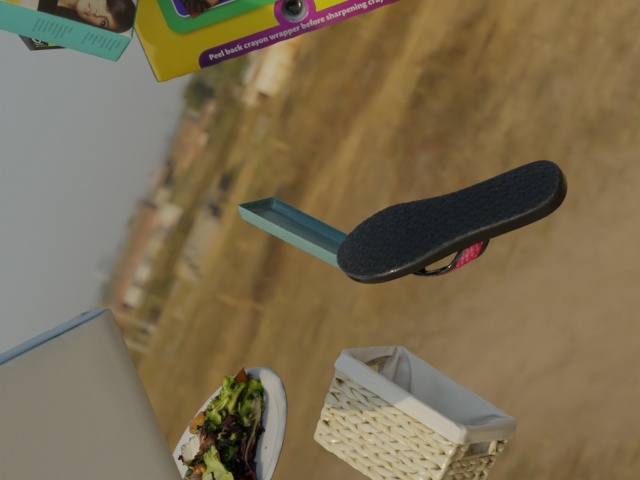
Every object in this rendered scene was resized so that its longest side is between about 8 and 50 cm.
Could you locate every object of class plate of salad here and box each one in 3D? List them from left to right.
[{"bbox_3d":[-0.098,0.199,1.627,0.200,0.048,0.200,-41,32,32],"label":"plate of salad"}]

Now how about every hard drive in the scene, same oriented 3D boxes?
[{"bbox_3d":[-0.179,0.254,1.279,0.233,0.353,0.047,-27,9,-33],"label":"hard drive"}]

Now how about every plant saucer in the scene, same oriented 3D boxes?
[{"bbox_3d":[0.000,0.000,1.978,0.067,0.192,0.018,-15,-55,-53],"label":"plant saucer"}]

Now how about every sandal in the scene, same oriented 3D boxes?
[{"bbox_3d":[0.095,-0.004,1.298,0.179,0.040,0.067,-19,43,19],"label":"sandal"}]

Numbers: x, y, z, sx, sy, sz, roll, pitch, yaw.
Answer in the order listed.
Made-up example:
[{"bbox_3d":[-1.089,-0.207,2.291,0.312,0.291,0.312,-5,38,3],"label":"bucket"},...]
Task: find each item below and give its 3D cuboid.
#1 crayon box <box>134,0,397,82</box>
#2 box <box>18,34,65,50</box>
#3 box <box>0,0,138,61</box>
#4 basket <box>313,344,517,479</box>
[{"bbox_3d":[-0.071,-0.384,2.038,0.106,0.363,0.313,-88,-22,-65],"label":"crayon box"},{"bbox_3d":[-0.296,-0.258,2.023,0.052,0.062,0.083,57,-141,-48],"label":"box"},{"bbox_3d":[-0.308,-0.269,1.869,0.060,0.244,0.100,139,142,-61],"label":"box"},{"bbox_3d":[0.091,0.188,1.833,0.113,0.167,0.103,1,-64,-54],"label":"basket"}]
